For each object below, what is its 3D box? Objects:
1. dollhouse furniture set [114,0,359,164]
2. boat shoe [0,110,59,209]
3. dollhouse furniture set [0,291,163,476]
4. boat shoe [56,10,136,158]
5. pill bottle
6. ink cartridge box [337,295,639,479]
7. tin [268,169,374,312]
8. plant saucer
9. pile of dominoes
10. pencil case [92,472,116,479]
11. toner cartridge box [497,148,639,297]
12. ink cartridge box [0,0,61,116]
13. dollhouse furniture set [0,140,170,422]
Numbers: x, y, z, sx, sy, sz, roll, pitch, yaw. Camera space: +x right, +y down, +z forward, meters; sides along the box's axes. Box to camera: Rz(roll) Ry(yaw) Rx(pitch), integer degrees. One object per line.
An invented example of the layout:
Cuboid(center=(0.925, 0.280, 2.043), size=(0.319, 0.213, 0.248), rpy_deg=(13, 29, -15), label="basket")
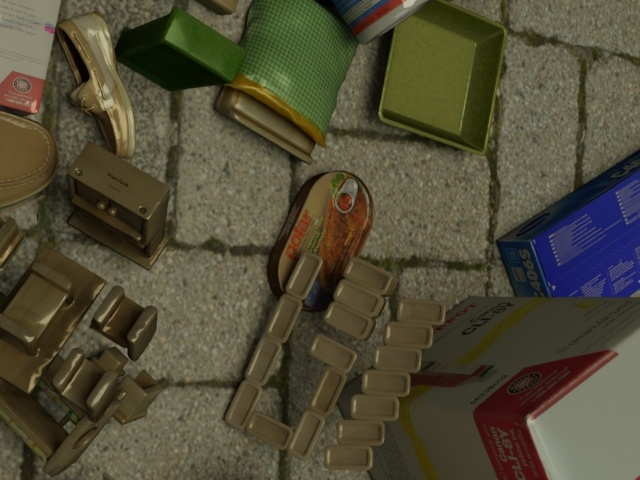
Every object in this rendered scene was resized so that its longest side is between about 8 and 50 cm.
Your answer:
Cuboid(center=(-0.059, -0.237, 1.391), size=(0.301, 0.151, 0.197), rpy_deg=(29, 75, -30), label="dollhouse furniture set")
Cuboid(center=(-0.416, -0.093, 1.168), size=(0.341, 0.110, 0.121), rpy_deg=(-3, 73, -32), label="boat shoe")
Cuboid(center=(-0.297, 0.151, 1.306), size=(0.182, 0.161, 0.101), rpy_deg=(43, 105, 14), label="dollhouse furniture set")
Cuboid(center=(-0.254, -0.169, 1.322), size=(0.059, 0.063, 0.170), rpy_deg=(-17, 90, -29), label="boat shoe")
Cuboid(center=(0.041, -0.366, 1.461), size=(0.124, 0.124, 0.221), rpy_deg=(-37, 95, -27), label="pill bottle")
Cuboid(center=(0.242, 0.197, 1.452), size=(0.279, 0.384, 0.160), rpy_deg=(-31, 104, -29), label="ink cartridge box")
Cuboid(center=(0.000, 0.000, 1.500), size=(0.106, 0.040, 0.190), rpy_deg=(34, 73, -33), label="tin")
Cuboid(center=(0.155, -0.225, 1.594), size=(0.188, 0.045, 0.188), rpy_deg=(15, 81, -32), label="plant saucer")
Cuboid(center=(0.023, 0.148, 1.432), size=(0.251, 0.196, 0.040), rpy_deg=(-65, 163, -1), label="pile of dominoes")
Cuboid(center=(-0.366, 0.389, 1.187), size=(0.410, 0.160, 0.183), rpy_deg=(-22, 111, -31), label="pencil case")
Cuboid(center=(0.427, -0.003, 1.754), size=(0.348, 0.075, 0.165), rpy_deg=(-29, 105, -30), label="toner cartridge box")
Cuboid(center=(-0.345, -0.242, 1.256), size=(0.115, 0.067, 0.198), rpy_deg=(14, 84, -33), label="ink cartridge box")
Cuboid(center=(-0.264, 0.044, 1.228), size=(0.212, 0.161, 0.242), rpy_deg=(31, 68, 2), label="dollhouse furniture set")
